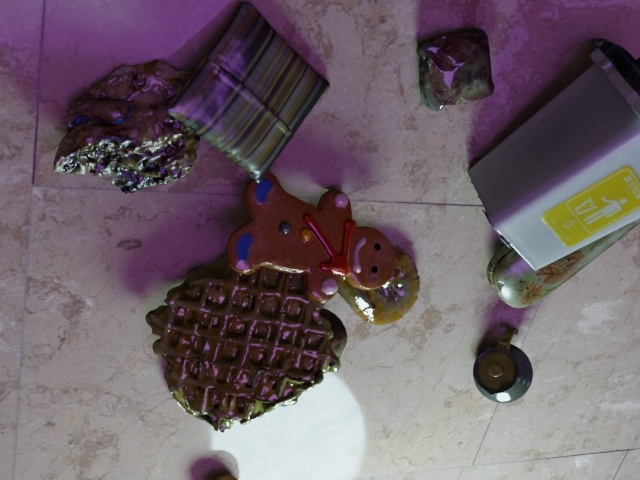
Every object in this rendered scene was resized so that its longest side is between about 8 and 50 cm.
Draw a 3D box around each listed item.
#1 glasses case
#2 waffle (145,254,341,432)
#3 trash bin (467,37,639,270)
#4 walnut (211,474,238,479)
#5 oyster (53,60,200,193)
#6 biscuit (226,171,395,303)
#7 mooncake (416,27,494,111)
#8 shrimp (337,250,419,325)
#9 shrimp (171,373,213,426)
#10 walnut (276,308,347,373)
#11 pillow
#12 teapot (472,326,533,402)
[{"bbox_3d":[0.523,-0.025,1.679,0.425,0.098,0.156,-39,132,4],"label":"glasses case"},{"bbox_3d":[-0.137,0.171,1.456,0.317,0.073,0.297,-30,89,-2],"label":"waffle"},{"bbox_3d":[0.467,-0.148,1.504,0.367,0.296,0.256,-36,130,20],"label":"trash bin"},{"bbox_3d":[-0.202,0.534,1.762,0.091,0.052,0.121,-32,125,0],"label":"walnut"},{"bbox_3d":[-0.274,-0.169,1.267,0.214,0.083,0.223,18,106,-34],"label":"oyster"},{"bbox_3d":[0.001,0.000,1.440,0.324,0.049,0.205,24,70,-27],"label":"biscuit"},{"bbox_3d":[0.230,-0.289,1.404,0.130,0.073,0.125,-19,125,-13],"label":"mooncake"},{"bbox_3d":[0.095,0.062,1.577,0.152,0.063,0.287,-42,130,4],"label":"shrimp"},{"bbox_3d":[-0.155,0.306,1.595,0.262,0.051,0.198,1,139,7],"label":"shrimp"},{"bbox_3d":[-0.030,0.190,1.563,0.162,0.140,0.140,-15,128,-40],"label":"walnut"},{"bbox_3d":[-0.105,-0.224,1.294,0.212,0.052,0.208,39,82,-39],"label":"pillow"},{"bbox_3d":[0.394,0.267,1.798,0.119,0.130,0.166,28,76,-64],"label":"teapot"}]
